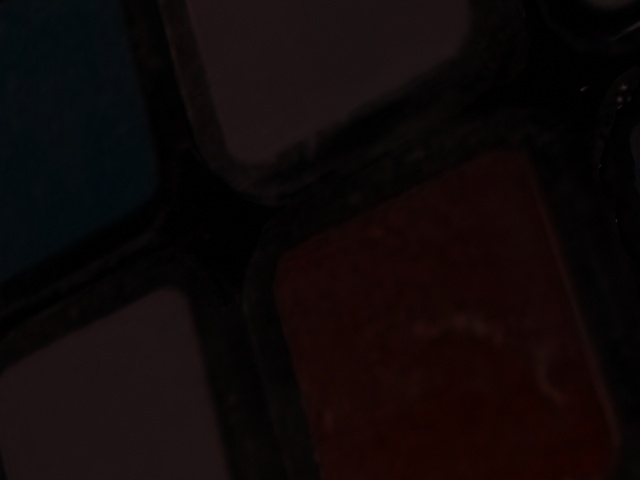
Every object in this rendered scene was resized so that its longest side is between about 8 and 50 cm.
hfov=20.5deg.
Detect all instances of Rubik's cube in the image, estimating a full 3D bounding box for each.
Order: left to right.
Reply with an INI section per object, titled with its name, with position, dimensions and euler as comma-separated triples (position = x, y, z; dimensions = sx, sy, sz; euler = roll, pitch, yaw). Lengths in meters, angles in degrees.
[Rubik's cube]
position = 0.096, -0.059, 0.602
dimensions = 0.359, 0.363, 0.362
euler = -29, 161, 34
